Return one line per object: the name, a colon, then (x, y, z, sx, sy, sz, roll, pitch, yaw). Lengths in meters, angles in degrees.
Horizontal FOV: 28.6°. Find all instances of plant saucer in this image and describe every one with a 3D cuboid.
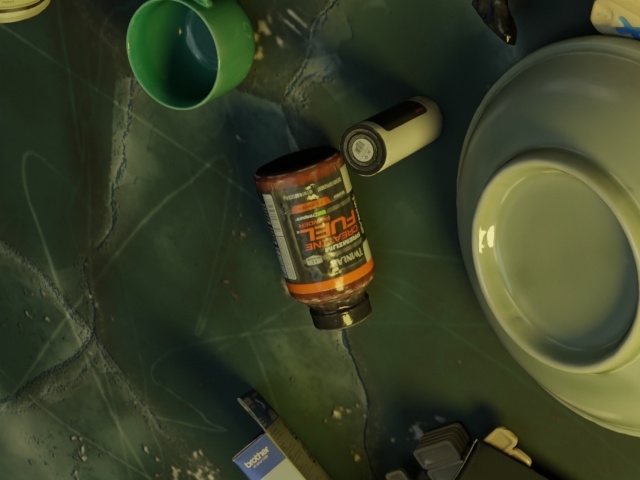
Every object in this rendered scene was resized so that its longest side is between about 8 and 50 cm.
plant saucer: (0.250, 0.011, 1.187, 0.400, 0.101, 0.400, 27, 125, 45)

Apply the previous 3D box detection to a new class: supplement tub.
supplement tub: (0.000, 0.000, 1.421, 0.106, 0.106, 0.197, -6, 109, 35)

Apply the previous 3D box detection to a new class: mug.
mug: (-0.128, -0.226, 1.401, 0.158, 0.097, 0.129, -24, 97, 38)

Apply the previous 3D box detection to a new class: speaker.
speaker: (0.076, -0.110, 1.297, 0.055, 0.136, 0.055, 12, 113, 29)

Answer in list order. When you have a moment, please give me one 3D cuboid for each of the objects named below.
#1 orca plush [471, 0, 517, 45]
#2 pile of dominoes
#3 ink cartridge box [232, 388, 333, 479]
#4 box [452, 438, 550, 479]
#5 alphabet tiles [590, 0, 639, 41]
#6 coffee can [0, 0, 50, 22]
orca plush: (0.240, -0.296, 1.123, 0.102, 0.151, 0.287, 17, 123, -11)
pile of dominoes: (0.213, 0.328, 1.498, 0.196, 0.040, 0.251, -26, 105, 38)
ink cartridge box: (-0.011, 0.321, 1.539, 0.065, 0.186, 0.311, -38, 86, 1)
box: (0.245, 0.371, 1.414, 0.261, 0.103, 0.184, 29, 133, 11)
alphabet tiles: (0.358, -0.166, 1.051, 0.278, 0.021, 0.284, 33, 163, 17)
coffee can: (-0.381, -0.414, 1.410, 0.202, 0.201, 0.275, 33, 127, 17)
